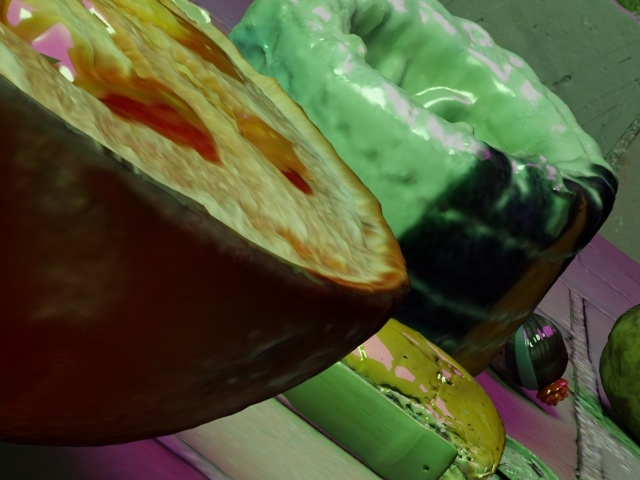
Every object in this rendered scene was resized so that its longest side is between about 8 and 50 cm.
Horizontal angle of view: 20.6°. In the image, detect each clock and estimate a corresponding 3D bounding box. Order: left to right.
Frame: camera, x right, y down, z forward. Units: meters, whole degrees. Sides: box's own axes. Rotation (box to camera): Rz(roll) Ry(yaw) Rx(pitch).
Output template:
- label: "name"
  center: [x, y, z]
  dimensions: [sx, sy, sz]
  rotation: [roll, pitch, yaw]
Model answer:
- label: "clock"
  center: [0.110, 0.123, 0.950]
  dimensions: [0.074, 0.010, 0.083]
  rotation: [34, 9, -15]

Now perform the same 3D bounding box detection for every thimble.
- label: "thimble"
  center: [0.032, -0.042, 0.957]
  dimensions: [0.237, 0.150, 0.237]
  rotation: [31, 23, -15]

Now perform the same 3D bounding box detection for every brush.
- label: "brush"
  center: [-0.020, 0.051, 0.758]
  dimensions: [0.178, 0.033, 0.030]
  rotation: [37, 15, -1]

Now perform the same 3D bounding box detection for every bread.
- label: "bread"
  center: [0.036, 0.071, 0.809]
  dimensions: [0.106, 0.053, 0.072]
  rotation: [42, 13, -2]

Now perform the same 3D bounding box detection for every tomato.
- label: "tomato"
  center: [-0.137, -0.050, 0.488]
  dimensions: [0.338, 0.144, 0.338]
  rotation: [40, 11, -9]

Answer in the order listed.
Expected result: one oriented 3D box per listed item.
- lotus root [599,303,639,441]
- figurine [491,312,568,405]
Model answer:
- label: "lotus root"
  center: [0.318, 0.138, 1.288]
  dimensions: [0.260, 0.128, 0.145]
  rotation: [42, 1, 21]
- label: "figurine"
  center: [0.129, 0.069, 1.194]
  dimensions: [0.106, 0.047, 0.060]
  rotation: [38, -30, 56]
